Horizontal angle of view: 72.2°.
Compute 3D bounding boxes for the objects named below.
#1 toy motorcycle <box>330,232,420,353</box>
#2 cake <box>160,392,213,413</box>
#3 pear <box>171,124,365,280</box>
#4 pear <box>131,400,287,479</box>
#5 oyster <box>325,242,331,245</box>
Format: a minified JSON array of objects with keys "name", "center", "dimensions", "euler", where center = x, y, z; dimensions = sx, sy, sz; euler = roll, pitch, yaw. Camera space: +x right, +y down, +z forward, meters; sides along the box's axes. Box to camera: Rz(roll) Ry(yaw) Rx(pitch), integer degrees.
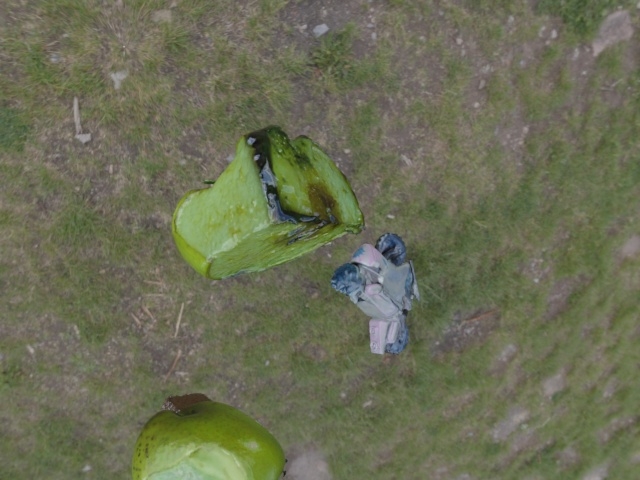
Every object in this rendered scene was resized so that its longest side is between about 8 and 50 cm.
[{"name":"toy motorcycle","center":[0.095,0.104,0.857],"dimensions":[0.204,0.108,0.239],"euler":[4,67,-39]},{"name":"cake","center":[-0.335,0.484,1.113],"dimensions":[0.135,0.135,0.147],"euler":[19,94,-56]},{"name":"pear","center":[-0.094,-0.040,0.704],"dimensions":[0.255,0.164,0.238],"euler":[-30,162,32]},{"name":"pear","center":[-0.259,0.475,0.933],"dimensions":[0.286,0.176,0.282],"euler":[-39,87,-5]},{"name":"oyster","center":[0.003,0.000,0.989],"dimensions":[0.051,0.093,0.034],"euler":[-8,96,-5]}]
